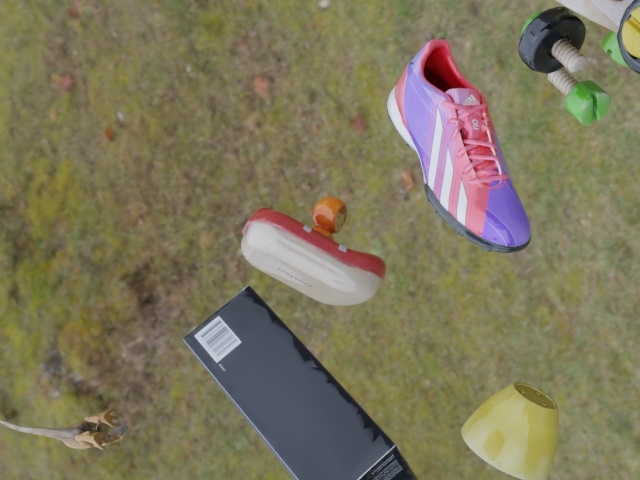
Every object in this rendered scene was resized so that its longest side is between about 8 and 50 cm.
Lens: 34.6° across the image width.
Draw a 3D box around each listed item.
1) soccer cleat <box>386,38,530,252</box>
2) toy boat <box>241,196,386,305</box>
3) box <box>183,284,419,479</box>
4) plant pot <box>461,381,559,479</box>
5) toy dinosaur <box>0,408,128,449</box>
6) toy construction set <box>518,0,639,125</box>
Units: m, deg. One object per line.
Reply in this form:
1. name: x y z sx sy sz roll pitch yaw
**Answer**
1. soccer cleat: 0.180 -0.121 1.292 0.318 0.109 0.116 66 145 38
2. toy boat: 0.000 0.000 1.604 0.231 0.151 0.151 29 160 -6
3. box: -0.013 0.196 1.115 0.261 0.103 0.184 44 168 34
4. plant pot: 0.275 0.253 1.418 0.134 0.134 0.095 38 111 41
5. toy dinosaur: -0.363 0.288 1.517 0.112 0.211 0.064 -24 60 36
6. toy construction set: 0.295 -0.203 0.746 0.257 0.309 0.237 27 -157 -49
